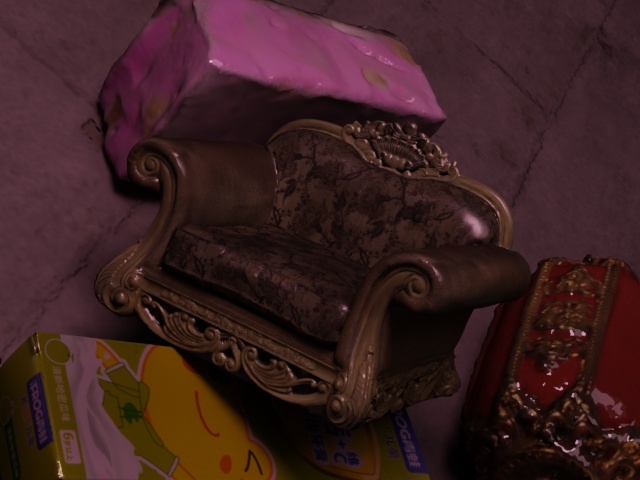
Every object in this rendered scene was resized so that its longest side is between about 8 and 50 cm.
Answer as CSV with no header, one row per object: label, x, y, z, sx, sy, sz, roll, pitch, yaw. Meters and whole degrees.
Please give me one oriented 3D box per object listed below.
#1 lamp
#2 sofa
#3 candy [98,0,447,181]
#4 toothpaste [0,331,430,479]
lamp,0.216,0.129,1.242,0.177,0.177,0.274,39,35,-8
sofa,0.000,0.000,1.036,0.258,0.182,0.200,25,13,24
candy,-0.041,-0.112,1.223,0.265,0.155,0.116,8,44,-40
toothpaste,-0.071,0.142,1.020,0.327,0.077,0.110,11,48,-38
